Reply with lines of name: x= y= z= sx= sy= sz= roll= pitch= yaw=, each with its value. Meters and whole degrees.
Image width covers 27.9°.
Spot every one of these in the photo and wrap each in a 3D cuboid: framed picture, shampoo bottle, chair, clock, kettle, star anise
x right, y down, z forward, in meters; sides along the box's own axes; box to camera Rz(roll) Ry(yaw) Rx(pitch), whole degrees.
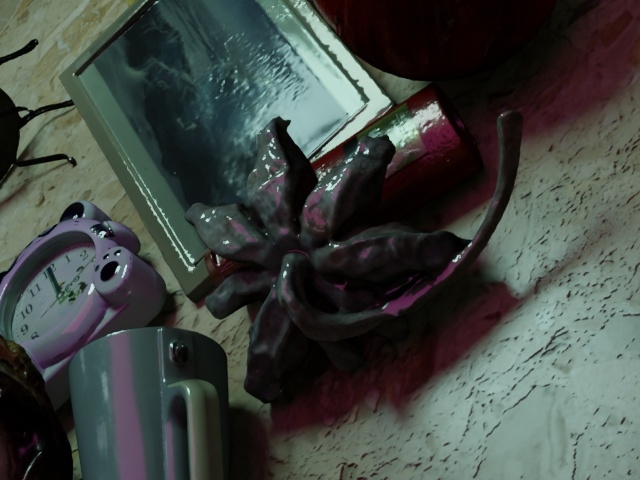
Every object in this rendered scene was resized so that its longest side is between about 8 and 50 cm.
framed picture: x=-0.130 y=-0.179 z=1.570 sx=0.326 sy=0.028 sz=0.446 roll=-43 pitch=51 yaw=9
shampoo bottle: x=0.020 y=-0.041 z=1.362 sx=0.314 sy=0.076 sz=0.118 roll=-32 pitch=55 yaw=16
chair: x=-0.460 y=-0.156 z=1.826 sx=0.213 sy=0.174 sz=0.149 roll=-22 pitch=47 yaw=10
clock: x=-0.305 y=0.071 z=1.548 sx=0.227 sy=0.090 sz=0.248 roll=-43 pitch=37 yaw=3
kettle: x=-0.141 y=0.209 z=1.211 sx=0.210 sy=0.160 sz=0.243 roll=-49 pitch=41 yaw=42
star anise: x=0.000 y=0.000 z=1.246 sx=0.316 sy=0.139 sz=0.359 roll=22 pitch=99 yaw=18

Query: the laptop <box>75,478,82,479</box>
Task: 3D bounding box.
laptop: x=-0.225 y=0.293 z=1.339 sx=0.180 sy=0.016 sz=0.129 roll=-22 pitch=44 yaw=27

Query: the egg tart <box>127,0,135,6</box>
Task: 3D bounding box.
egg tart: x=-0.156 y=-0.426 z=1.817 sx=0.341 sy=0.129 sz=0.341 roll=-24 pitch=42 yaw=23

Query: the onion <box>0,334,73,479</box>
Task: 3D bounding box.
onion: x=-0.422 y=0.215 z=1.323 sx=0.341 sy=0.341 sz=0.341 roll=-24 pitch=44 yaw=25

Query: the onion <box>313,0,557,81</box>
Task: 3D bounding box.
onion: x=0.124 y=-0.292 z=1.370 sx=0.276 sy=0.276 sz=0.276 roll=-24 pitch=44 yaw=25
